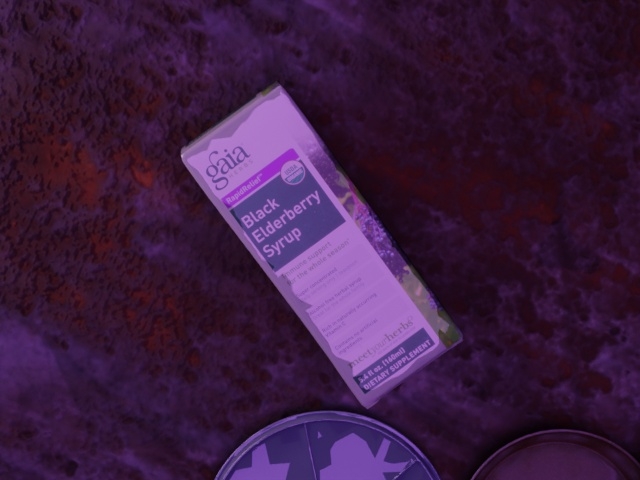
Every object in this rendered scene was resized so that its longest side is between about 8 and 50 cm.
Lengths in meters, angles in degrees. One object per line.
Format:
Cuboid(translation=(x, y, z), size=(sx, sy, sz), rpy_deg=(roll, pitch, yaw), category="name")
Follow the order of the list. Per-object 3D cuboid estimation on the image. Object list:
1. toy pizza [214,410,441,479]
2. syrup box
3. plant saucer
Cuboid(translation=(0.005, 0.233, 1.213), size=(0.201, 0.032, 0.201), rpy_deg=(0, 95, -2), category="toy pizza")
Cuboid(translation=(0.000, 0.000, 1.156), size=(0.093, 0.096, 0.237), rpy_deg=(-36, 97, 2), category="syrup box")
Cuboid(translation=(0.189, 0.231, 1.220), size=(0.168, 0.029, 0.168), rpy_deg=(0, 96, -4), category="plant saucer")
